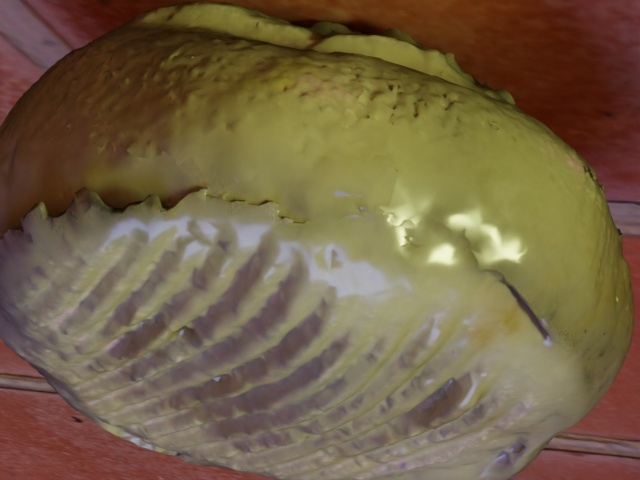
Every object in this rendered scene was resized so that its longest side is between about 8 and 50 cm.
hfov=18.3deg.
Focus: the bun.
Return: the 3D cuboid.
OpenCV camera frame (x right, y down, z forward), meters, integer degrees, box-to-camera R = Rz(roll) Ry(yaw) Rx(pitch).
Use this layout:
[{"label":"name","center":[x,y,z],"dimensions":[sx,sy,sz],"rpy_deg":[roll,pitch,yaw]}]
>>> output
[{"label":"bun","center":[0.000,0.000,0.729],"dimensions":[0.239,0.141,0.239],"rpy_deg":[11,154,5]}]
